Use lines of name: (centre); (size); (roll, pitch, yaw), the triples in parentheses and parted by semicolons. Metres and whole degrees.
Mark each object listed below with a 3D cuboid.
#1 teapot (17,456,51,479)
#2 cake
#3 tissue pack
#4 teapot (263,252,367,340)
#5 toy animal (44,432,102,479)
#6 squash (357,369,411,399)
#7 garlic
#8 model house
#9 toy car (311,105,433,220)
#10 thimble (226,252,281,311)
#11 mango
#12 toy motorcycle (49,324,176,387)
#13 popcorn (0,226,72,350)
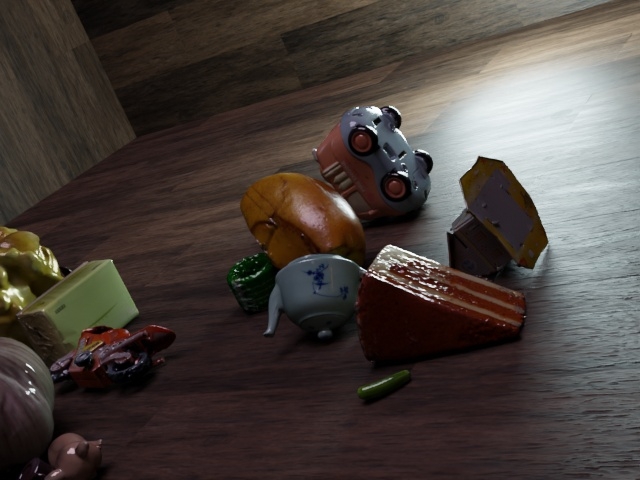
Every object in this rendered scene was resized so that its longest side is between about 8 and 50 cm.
teapot: (-0.483, 0.407, 1.633); (0.100, 0.045, 0.067); (-18, 43, 50)
cake: (0.188, 0.081, 1.556); (0.262, 0.159, 0.158); (-13, 18, 23)
tissue pack: (-0.548, 0.168, 2.176); (0.125, 0.159, 0.234); (-8, 24, 38)
teapot: (0.005, 0.112, 1.747); (0.232, 0.159, 0.159); (-10, 20, 6)
toy animal: (-0.419, 0.367, 1.611); (0.089, 0.083, 0.150); (15, -8, -24)
squash: (0.099, 0.223, 1.480); (0.089, 0.027, 0.027); (-22, 18, -6)
garlic: (-0.636, 0.300, 1.777); (0.317, 0.259, 0.317); (-25, 20, 10)
model house: (0.296, -0.027, 1.752); (0.136, 0.207, 0.219); (-41, 6, 37)
toy car: (0.111, -0.162, 2.190); (0.212, 0.270, 0.180); (-34, 6, 33)
thimble: (-0.134, 0.088, 2.020); (0.118, 0.090, 0.130); (-12, 22, 27)
mango: (-0.044, -0.029, 1.997); (0.199, 0.201, 0.350); (-31, 43, -18)
toy motorcycle: (-0.439, 0.237, 1.971); (0.298, 0.089, 0.171); (-7, 24, 39)
popcorn: (-0.739, 0.137, 2.338); (0.382, 0.349, 0.349); (-2, 13, -17)
